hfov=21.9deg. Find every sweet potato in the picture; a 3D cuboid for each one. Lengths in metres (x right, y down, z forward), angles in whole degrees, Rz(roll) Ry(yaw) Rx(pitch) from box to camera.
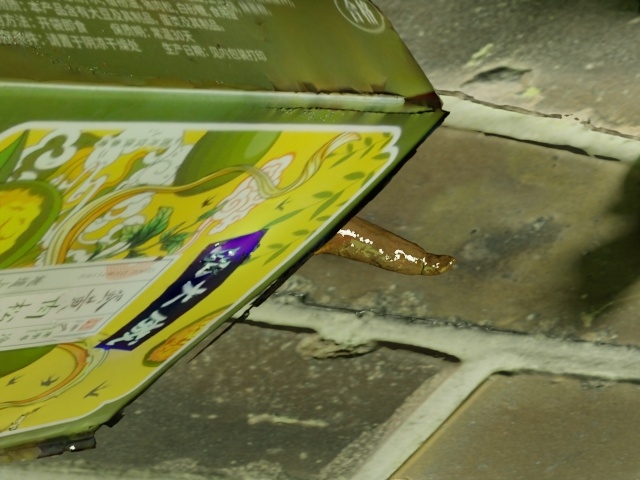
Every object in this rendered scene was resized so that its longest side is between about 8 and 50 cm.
[{"bbox_3d":[0.000,0.000,1.215,0.214,0.050,0.050,7,137,-29],"label":"sweet potato"}]

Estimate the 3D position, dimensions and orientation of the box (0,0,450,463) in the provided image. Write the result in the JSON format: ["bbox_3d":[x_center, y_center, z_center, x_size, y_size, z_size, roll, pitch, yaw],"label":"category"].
[{"bbox_3d":[-0.180,-0.010,0.939,0.373,0.138,0.420,-43,159,28],"label":"box"}]

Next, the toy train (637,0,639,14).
[{"bbox_3d":[0.301,-0.205,0.977,0.138,0.178,0.330,-8,142,-16],"label":"toy train"}]
